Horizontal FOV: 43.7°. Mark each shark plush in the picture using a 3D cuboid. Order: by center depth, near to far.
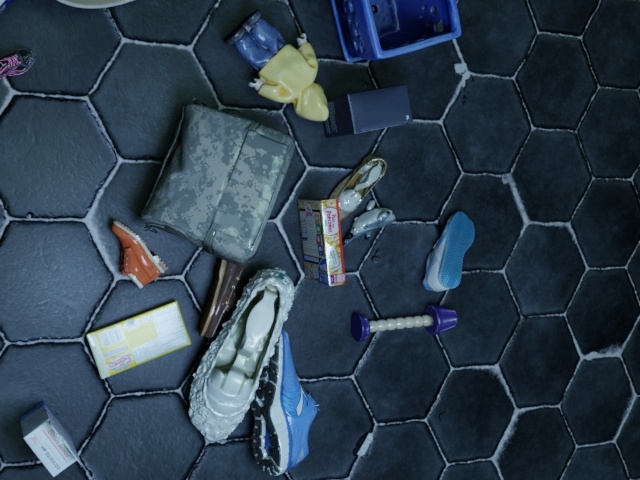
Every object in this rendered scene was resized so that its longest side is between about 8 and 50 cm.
[{"bbox_3d":[0.115,-0.026,1.933,0.161,0.073,0.067,-45,139,-20],"label":"shark plush"}]

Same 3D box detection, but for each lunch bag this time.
[{"bbox_3d":[-0.216,-0.125,1.693,0.256,0.212,0.305,21,82,-5],"label":"lunch bag"}]

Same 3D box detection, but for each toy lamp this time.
[{"bbox_3d":[0.212,0.202,1.979,0.274,0.080,0.080,-1,94,-22],"label":"toy lamp"}]

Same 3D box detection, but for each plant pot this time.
[{"bbox_3d":[0.154,-0.538,1.826,0.235,0.212,0.236,-19,100,-22],"label":"plant pot"}]

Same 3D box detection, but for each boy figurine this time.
[{"bbox_3d":[-0.077,-0.387,1.801,0.285,0.092,0.177,43,76,-21],"label":"boy figurine"}]

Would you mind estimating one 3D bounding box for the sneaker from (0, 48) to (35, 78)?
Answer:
[{"bbox_3d":[-0.621,-0.348,1.580,0.119,0.057,0.047,-32,104,-20],"label":"sneaker"}]

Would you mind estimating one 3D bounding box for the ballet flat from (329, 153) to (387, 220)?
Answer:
[{"bbox_3d":[0.087,-0.126,1.903,0.073,0.067,0.206,40,78,-22],"label":"ballet flat"}]

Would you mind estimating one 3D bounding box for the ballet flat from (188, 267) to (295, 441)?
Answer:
[{"bbox_3d":[-0.176,0.246,1.725,0.147,0.147,0.409,23,87,-23],"label":"ballet flat"}]

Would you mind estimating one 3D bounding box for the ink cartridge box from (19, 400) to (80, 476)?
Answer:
[{"bbox_3d":[-0.544,0.400,1.598,0.061,0.181,0.104,-36,107,-18],"label":"ink cartridge box"}]

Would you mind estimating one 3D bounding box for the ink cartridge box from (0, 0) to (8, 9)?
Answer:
[{"bbox_3d":[-0.634,-0.464,1.543,0.046,0.097,0.207,40,78,-21],"label":"ink cartridge box"}]

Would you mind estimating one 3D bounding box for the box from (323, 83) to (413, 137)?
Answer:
[{"bbox_3d":[0.104,-0.299,1.850,0.155,0.158,0.093,-14,99,-23],"label":"box"}]

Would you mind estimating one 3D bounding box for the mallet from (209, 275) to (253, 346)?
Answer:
[{"bbox_3d":[-0.198,0.168,1.818,0.062,0.039,0.190,20,81,-27],"label":"mallet"}]

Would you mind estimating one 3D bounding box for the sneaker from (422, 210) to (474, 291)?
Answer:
[{"bbox_3d":[0.319,0.024,2.011,0.087,0.092,0.229,36,60,-20],"label":"sneaker"}]

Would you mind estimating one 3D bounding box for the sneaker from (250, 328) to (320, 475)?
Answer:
[{"bbox_3d":[-0.087,0.363,1.846,0.147,0.129,0.330,-2,88,-47],"label":"sneaker"}]

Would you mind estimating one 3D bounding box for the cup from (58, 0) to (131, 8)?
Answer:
[{"bbox_3d":[-0.430,-0.648,1.532,0.331,0.331,0.237,-24,75,-21],"label":"cup"}]

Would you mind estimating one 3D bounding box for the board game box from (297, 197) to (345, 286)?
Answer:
[{"bbox_3d":[0.000,0.000,1.831,0.045,0.146,0.194,-8,98,-23],"label":"board game box"}]

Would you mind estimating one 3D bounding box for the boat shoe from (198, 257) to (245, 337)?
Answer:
[{"bbox_3d":[-0.213,0.122,1.784,0.073,0.073,0.207,19,86,-21],"label":"boat shoe"}]

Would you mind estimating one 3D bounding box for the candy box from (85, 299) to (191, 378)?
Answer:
[{"bbox_3d":[-0.395,0.214,1.736,0.205,0.027,0.105,-20,104,-21],"label":"candy box"}]

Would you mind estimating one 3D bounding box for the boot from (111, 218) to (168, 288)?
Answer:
[{"bbox_3d":[-0.406,0.030,1.703,0.084,0.059,0.158,-41,109,-11],"label":"boot"}]
